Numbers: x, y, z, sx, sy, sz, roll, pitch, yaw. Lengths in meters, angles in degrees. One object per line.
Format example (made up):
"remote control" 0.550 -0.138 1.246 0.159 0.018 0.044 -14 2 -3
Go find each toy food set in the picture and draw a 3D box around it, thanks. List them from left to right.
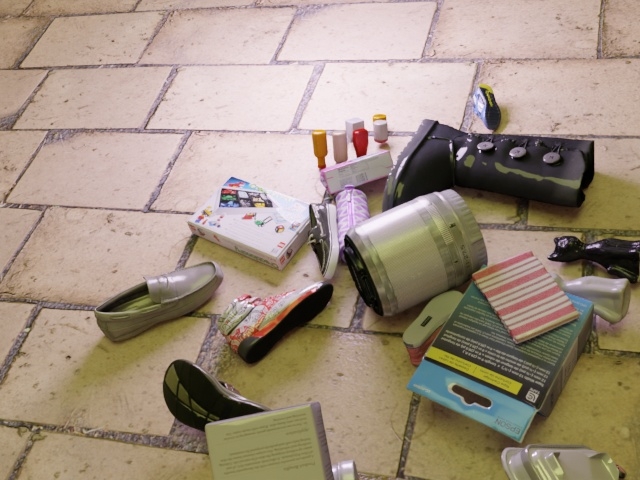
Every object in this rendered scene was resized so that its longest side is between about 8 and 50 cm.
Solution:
"toy food set" 0.098 -0.266 2.177 0.232 0.104 0.111 -20 30 -28

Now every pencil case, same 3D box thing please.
"pencil case" 0.082 -0.040 1.957 0.086 0.088 0.206 -3 48 -2

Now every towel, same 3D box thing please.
"towel" 0.414 0.113 1.619 0.144 0.029 0.197 -22 49 -7

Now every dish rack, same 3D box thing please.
"dish rack" 0.454 0.460 1.264 0.072 0.286 0.332 -46 50 26

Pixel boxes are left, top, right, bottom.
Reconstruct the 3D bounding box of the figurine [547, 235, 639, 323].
"figurine" 0.573 0.072 1.720 0.209 0.092 0.215 11 44 34

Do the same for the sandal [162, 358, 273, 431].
"sandal" -0.206 0.357 1.680 0.303 0.086 0.120 28 92 15

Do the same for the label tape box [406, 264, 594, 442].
"label tape box" 0.368 0.237 1.611 0.249 0.115 0.347 21 58 29

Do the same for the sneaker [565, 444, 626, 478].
"sneaker" 0.498 0.420 1.463 0.119 0.047 0.057 15 76 28

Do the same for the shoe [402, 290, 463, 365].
"shoe" 0.247 0.188 1.709 0.178 0.081 0.063 -41 44 -25

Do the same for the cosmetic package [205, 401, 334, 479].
"cosmetic package" -0.065 0.478 1.370 0.197 0.155 0.365 -11 80 4

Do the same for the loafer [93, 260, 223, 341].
"loafer" -0.386 0.132 1.911 0.319 0.111 0.112 -29 48 -11

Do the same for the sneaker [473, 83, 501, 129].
"sneaker" 0.452 -0.356 2.174 0.053 0.059 0.144 6 60 -21

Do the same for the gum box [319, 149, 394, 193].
"gum box" 0.092 -0.178 2.063 0.188 0.062 0.107 -18 9 -1

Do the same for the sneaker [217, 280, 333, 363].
"sneaker" -0.110 0.151 1.833 0.270 0.090 0.145 -39 53 -16

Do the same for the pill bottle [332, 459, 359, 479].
"pill bottle" -0.022 0.472 1.502 0.187 0.112 0.112 -11 47 5

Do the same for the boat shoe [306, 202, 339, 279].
"boat shoe" 0.000 0.000 1.932 0.070 0.077 0.219 9 49 -15

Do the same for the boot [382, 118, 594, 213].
"boot" 0.411 -0.135 1.932 0.445 0.146 0.367 15 56 21

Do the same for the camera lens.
"camera lens" 0.203 0.029 1.769 0.274 0.219 0.219 -24 47 -6

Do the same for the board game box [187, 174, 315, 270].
"board game box" -0.170 -0.052 2.060 0.305 0.053 0.193 21 57 30
